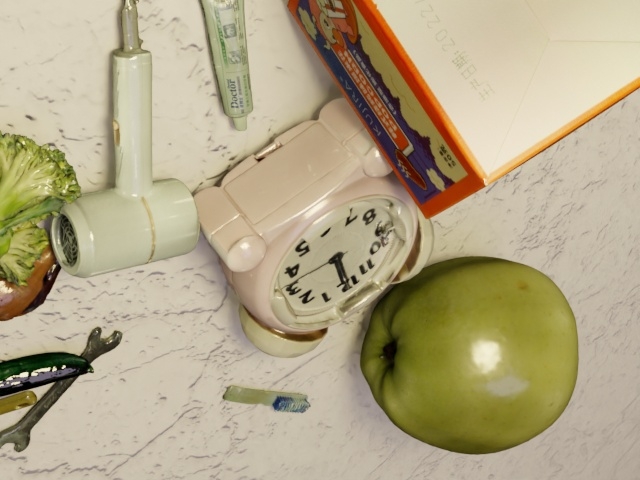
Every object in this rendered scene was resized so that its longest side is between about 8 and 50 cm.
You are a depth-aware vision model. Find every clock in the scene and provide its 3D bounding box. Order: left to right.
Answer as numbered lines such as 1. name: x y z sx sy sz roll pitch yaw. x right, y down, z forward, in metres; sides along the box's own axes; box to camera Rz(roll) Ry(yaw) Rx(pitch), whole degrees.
1. clock: 0.000 0.000 1.299 0.342 0.184 0.326 -32 137 -4

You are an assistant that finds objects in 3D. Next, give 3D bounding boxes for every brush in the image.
1. brush: -0.091 0.282 1.534 0.178 0.030 0.033 16 121 -40

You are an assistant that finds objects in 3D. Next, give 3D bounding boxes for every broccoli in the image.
1. broccoli: -0.378 -0.014 0.917 0.221 0.361 0.252 25 87 -24

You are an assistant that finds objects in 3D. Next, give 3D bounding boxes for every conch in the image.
1. conch: -0.394 0.057 1.137 0.232 0.080 0.086 -19 142 -22

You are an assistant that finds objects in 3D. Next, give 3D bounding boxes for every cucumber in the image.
1. cucumber: -0.459 0.195 1.213 0.284 0.056 0.056 -7 124 -26

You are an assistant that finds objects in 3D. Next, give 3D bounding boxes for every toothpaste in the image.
1. toothpaste: -0.117 -0.243 1.143 0.064 0.041 0.218 -17 125 -16

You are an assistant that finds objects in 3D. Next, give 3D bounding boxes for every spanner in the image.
1. spanner: -0.390 0.222 1.302 0.254 0.015 0.054 -47 132 3

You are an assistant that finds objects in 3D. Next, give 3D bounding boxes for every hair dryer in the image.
1. hair dryer: -0.248 -0.135 1.097 0.173 0.107 0.357 -15 117 -40

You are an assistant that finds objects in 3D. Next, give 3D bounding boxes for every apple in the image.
1. apple: 0.254 0.194 1.491 0.357 0.357 0.357 -17 129 -23

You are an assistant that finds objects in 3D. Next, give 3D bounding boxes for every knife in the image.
1. knife: -0.553 0.251 1.166 0.343 0.027 0.061 -17 151 -7

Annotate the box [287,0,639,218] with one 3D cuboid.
1. box: 0.188 -0.263 1.062 0.318 0.257 0.349 -34 89 -10
